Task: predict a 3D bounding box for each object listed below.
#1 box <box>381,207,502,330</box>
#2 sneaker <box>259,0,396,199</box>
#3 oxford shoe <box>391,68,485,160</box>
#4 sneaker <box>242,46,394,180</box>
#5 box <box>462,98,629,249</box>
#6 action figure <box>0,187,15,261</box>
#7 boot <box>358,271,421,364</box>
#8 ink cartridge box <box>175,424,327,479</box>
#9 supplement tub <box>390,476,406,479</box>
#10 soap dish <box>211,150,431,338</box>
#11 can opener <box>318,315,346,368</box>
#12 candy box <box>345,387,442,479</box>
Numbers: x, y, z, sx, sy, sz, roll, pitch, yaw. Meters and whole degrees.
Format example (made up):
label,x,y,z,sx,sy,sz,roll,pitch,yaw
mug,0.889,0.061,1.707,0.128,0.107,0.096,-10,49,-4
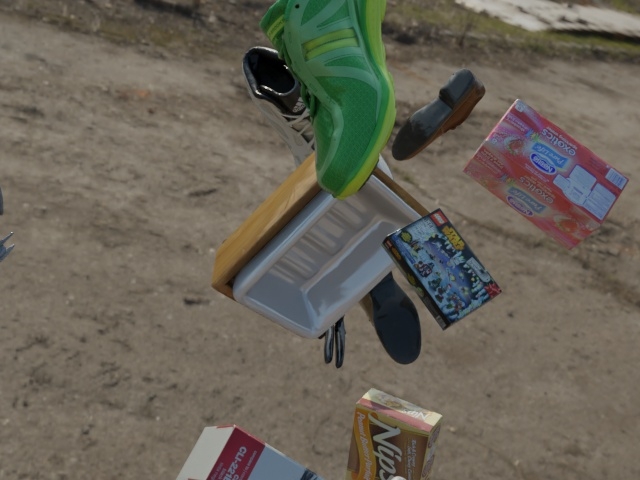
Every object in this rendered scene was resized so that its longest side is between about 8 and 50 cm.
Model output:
label,x,y,z,sx,sy,sz,roll,pitch,yaw
box,0.153,0.034,1.018,0.094,0.027,0.137,-28,75,-29
sneaker,0.001,-0.177,0.775,0.124,0.109,0.295,3,72,-19
oxford shoe,0.221,-0.216,1.484,0.076,0.212,0.076,24,32,-44
sneaker,-0.023,-0.224,1.688,0.447,0.169,0.257,49,6,7
box,0.487,-0.141,1.751,0.300,0.142,0.154,37,63,5
action figure,-0.411,-0.038,0.766,0.285,0.099,0.185,49,27,0
boot,0.154,0.169,1.944,0.112,0.115,0.305,-14,64,-19
ink cartridge box,-0.089,0.435,1.386,0.273,0.197,0.114,33,66,-12
supplement tub,0.096,0.414,1.214,0.071,0.107,0.071,45,15,-15
soap dish,0.000,0.000,1.220,0.229,0.291,0.118,34,16,-45
can opener,0.029,0.204,1.702,0.059,0.073,0.186,15,29,-15
candy box,0.160,0.520,1.855,0.183,0.316,0.087,17,24,24
